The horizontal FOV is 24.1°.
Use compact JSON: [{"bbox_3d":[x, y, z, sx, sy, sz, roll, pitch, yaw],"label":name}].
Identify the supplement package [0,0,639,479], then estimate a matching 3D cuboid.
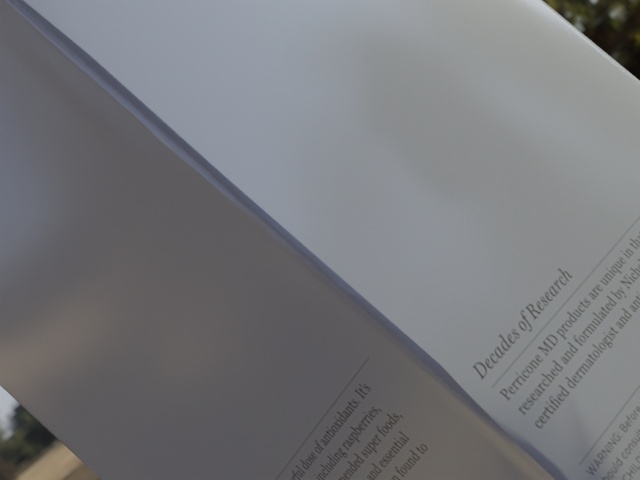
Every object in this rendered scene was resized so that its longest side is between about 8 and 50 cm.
[{"bbox_3d":[0.000,0.000,0.542,0.175,0.293,0.177,-42,-10,-41],"label":"supplement package"}]
